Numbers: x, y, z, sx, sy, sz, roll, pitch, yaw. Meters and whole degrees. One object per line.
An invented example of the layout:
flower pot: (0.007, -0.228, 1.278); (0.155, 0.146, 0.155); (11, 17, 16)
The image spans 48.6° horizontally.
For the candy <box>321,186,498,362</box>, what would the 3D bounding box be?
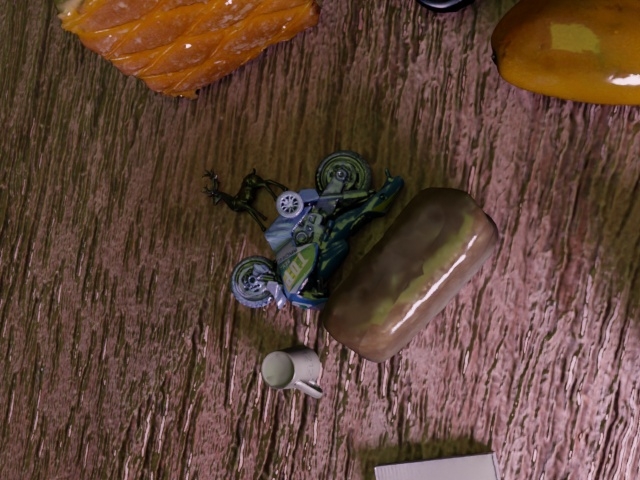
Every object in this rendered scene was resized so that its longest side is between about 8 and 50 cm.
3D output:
candy: (0.108, 0.042, 0.856); (0.102, 0.104, 0.234); (43, 99, 25)

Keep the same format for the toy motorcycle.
toy motorcycle: (0.000, 0.000, 0.912); (0.135, 0.092, 0.254); (38, 88, 12)

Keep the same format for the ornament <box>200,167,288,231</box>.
ornament: (-0.114, -0.071, 0.995); (0.125, 0.028, 0.073); (29, 95, 20)

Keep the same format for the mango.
mango: (0.323, -0.223, 0.802); (0.253, 0.113, 0.138); (12, 75, 16)

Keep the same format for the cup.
cup: (-0.036, 0.172, 0.903); (0.054, 0.083, 0.075); (-22, 78, 16)

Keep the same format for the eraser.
eraser: (0.145, 0.314, 0.848); (0.150, 0.023, 0.104); (-13, 79, 19)

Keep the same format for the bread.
bread: (-0.181, -0.358, 0.923); (0.279, 0.279, 0.207); (-25, 75, 17)

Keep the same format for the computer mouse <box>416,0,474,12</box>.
computer mouse: (0.205, -0.385, 0.877); (0.233, 0.096, 0.137); (-36, 73, 12)
